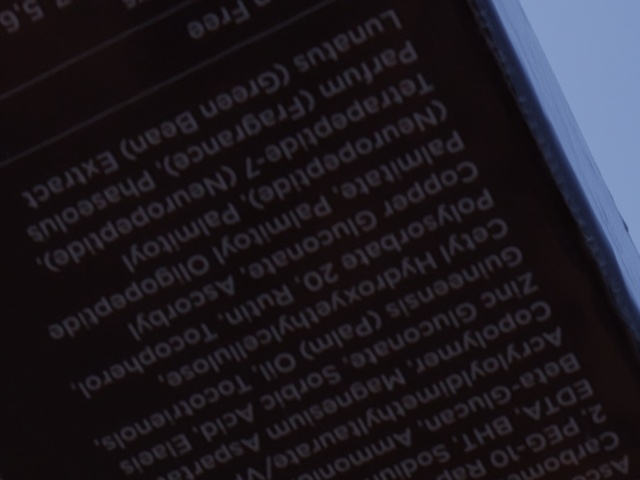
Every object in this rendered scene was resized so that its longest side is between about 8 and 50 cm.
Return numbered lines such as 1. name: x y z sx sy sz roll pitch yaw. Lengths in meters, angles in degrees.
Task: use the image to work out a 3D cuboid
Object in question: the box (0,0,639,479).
1. box: 0.000 0.000 0.466 0.143 0.191 0.381 -27 -67 10
